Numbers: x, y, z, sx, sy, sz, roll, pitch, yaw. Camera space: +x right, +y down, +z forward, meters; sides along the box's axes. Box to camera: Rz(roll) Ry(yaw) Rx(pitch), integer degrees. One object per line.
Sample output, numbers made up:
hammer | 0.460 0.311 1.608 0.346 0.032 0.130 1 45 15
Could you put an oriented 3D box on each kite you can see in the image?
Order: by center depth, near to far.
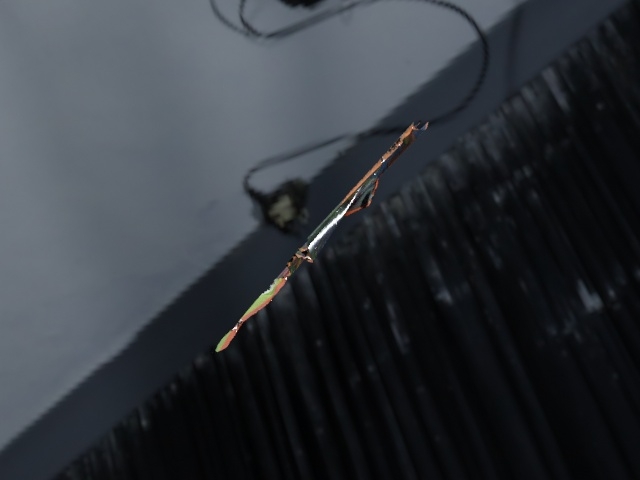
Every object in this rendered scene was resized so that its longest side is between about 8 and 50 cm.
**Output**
kite | 0.000 0.000 0.856 0.183 0.014 0.241 -48 -179 -18
